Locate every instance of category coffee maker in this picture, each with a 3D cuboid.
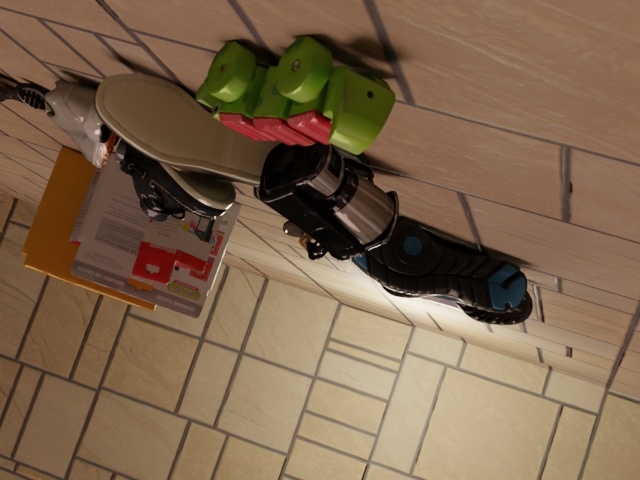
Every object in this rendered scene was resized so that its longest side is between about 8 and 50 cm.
[{"bbox_3d":[-0.004,-0.052,1.581,0.178,0.171,0.120,38,-157,-35],"label":"coffee maker"}]

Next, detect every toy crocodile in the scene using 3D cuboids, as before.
[{"bbox_3d":[-0.035,-0.148,1.204,0.115,0.105,0.340,25,171,-36],"label":"toy crocodile"}]

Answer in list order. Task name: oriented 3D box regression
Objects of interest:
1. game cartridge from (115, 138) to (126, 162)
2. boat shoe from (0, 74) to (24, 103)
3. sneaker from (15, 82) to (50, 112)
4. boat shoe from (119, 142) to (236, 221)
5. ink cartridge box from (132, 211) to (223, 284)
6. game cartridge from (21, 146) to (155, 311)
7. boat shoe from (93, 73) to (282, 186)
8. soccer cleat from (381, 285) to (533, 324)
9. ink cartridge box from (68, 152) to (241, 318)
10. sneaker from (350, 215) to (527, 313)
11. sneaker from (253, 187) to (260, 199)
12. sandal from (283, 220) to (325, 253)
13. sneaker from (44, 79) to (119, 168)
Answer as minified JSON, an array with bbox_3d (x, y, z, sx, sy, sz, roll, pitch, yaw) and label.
[{"bbox_3d":[-0.262,-0.127,2.008,0.196,0.060,0.294,23,179,-5],"label":"game cartridge"},{"bbox_3d":[-0.562,-0.261,1.909,0.152,0.049,0.056,25,170,-40],"label":"boat shoe"},{"bbox_3d":[-0.478,-0.239,1.902,0.109,0.040,0.043,26,172,-40],"label":"sneaker"},{"bbox_3d":[-0.238,-0.088,1.718,0.127,0.113,0.340,19,-166,-39],"label":"boat shoe"},{"bbox_3d":[-0.281,-0.019,2.243,0.134,0.231,0.078,12,169,46],"label":"ink cartridge box"},{"bbox_3d":[-0.480,-0.024,2.503,0.323,0.285,0.052,21,172,-11],"label":"game cartridge"},{"bbox_3d":[-0.192,-0.149,1.573,0.305,0.109,0.091,19,169,-32],"label":"boat shoe"},{"bbox_3d":[0.277,0.088,2.198,0.318,0.109,0.116,12,-168,27],"label":"soccer cleat"},{"bbox_3d":[-0.370,-0.006,2.406,0.309,0.272,0.130,23,171,-21],"label":"ink cartridge box"},{"bbox_3d":[0.189,0.048,1.973,0.340,0.125,0.139,22,177,-8],"label":"sneaker"},{"bbox_3d":[-0.040,-0.085,1.706,0.074,0.063,0.170,19,-159,33],"label":"sneaker"},{"bbox_3d":[0.000,0.000,2.328,0.219,0.060,0.090,13,170,40],"label":"sandal"},{"bbox_3d":[-0.385,-0.201,1.803,0.121,0.099,0.262,27,164,-3],"label":"sneaker"}]
